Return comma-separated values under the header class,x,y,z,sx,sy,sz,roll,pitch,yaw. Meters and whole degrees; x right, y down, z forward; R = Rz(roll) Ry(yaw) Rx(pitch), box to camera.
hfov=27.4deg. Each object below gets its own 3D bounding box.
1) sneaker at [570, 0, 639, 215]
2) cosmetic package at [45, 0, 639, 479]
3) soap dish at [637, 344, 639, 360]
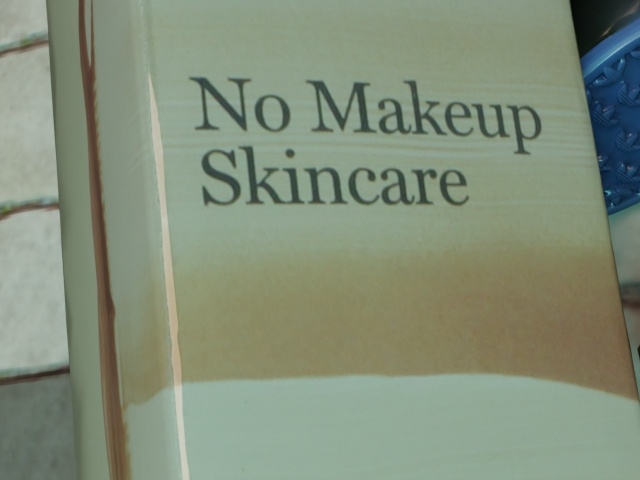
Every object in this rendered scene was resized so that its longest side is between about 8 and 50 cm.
class,x,y,z,sx,sy,sz,roll,pitch,yaw
sneaker,0.143,-0.104,0.484,0.232,0.081,0.090,-41,42,13
cosmetic package,0.000,0.000,0.423,0.129,0.153,0.296,142,123,-63
soap dish,0.256,0.066,0.344,0.291,0.118,0.229,-26,64,16
